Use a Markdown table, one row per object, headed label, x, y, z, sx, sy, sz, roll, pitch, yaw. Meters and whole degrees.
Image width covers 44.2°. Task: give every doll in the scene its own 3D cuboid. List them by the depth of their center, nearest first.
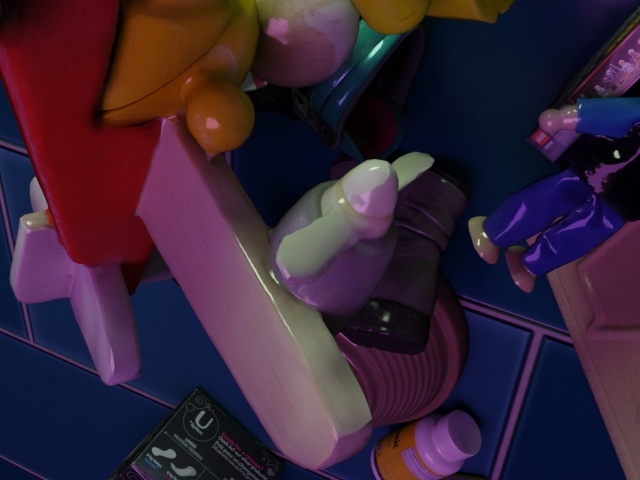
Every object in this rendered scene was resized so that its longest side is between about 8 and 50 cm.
| label | x | y | z | sx | sy | sz | roll | pitch | yaw |
| --- | --- | --- | --- | --- | --- | --- | --- | --- | --- |
| doll | 0.183 | -0.043 | 0.506 | 0.129 | 0.046 | 0.189 | 37 | 125 | -19 |

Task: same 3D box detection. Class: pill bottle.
| label | x | y | z | sx | sy | sz | roll | pitch | yaw |
| --- | --- | --- | --- | --- | --- | --- | --- | --- | --- |
| pill bottle | 0.111 | 0.220 | 0.824 | 0.065 | 0.065 | 0.116 | 46 | 131 | -5 |

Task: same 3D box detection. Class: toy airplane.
| label | x | y | z | sx | sy | sz | roll | pitch | yaw |
| --- | --- | --- | --- | --- | --- | --- | --- | --- | --- |
| toy airplane | -0.097 | -0.087 | 0.494 | 0.384 | 0.272 | 0.386 | 16 | 128 | 68 |

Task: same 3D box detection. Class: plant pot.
| label | x | y | z | sx | sy | sz | roll | pitch | yaw |
| --- | --- | --- | --- | --- | --- | --- | --- | --- | --- |
| plant pot | 0.017 | 0.108 | 0.776 | 0.237 | 0.110 | 0.237 | 16 | 128 | 21 |

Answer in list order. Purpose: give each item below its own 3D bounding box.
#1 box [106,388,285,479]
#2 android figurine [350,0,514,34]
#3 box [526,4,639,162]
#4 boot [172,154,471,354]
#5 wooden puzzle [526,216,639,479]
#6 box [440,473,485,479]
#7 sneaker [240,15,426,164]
| label | x | y | z | sx | sy | sz | roll | pitch | yaw |
| --- | --- | --- | --- | --- | --- | --- | --- | --- | --- |
| box | -0.189 | 0.335 | 1.031 | 0.163 | 0.142 | 0.247 | 42 | 133 | -2 |
| android figurine | 0.074 | -0.233 | 0.430 | 0.056 | 0.248 | 0.273 | 16 | 169 | 31 |
| box | 0.200 | -0.121 | 0.520 | 0.027 | 0.094 | 0.137 | 41 | 133 | 3 |
| boot | 0.000 | 0.000 | 0.694 | 0.246 | 0.161 | 0.083 | 9 | 160 | 20 |
| wooden puzzle | 0.300 | 0.038 | 0.484 | 0.080 | 0.348 | 0.322 | 6 | 140 | -29 |
| box | 0.149 | 0.341 | 0.899 | 0.109 | 0.042 | 0.178 | 0 | 120 | 32 |
| sneaker | -0.022 | -0.120 | 0.643 | 0.178 | 0.124 | 0.295 | 52 | 131 | 4 |
